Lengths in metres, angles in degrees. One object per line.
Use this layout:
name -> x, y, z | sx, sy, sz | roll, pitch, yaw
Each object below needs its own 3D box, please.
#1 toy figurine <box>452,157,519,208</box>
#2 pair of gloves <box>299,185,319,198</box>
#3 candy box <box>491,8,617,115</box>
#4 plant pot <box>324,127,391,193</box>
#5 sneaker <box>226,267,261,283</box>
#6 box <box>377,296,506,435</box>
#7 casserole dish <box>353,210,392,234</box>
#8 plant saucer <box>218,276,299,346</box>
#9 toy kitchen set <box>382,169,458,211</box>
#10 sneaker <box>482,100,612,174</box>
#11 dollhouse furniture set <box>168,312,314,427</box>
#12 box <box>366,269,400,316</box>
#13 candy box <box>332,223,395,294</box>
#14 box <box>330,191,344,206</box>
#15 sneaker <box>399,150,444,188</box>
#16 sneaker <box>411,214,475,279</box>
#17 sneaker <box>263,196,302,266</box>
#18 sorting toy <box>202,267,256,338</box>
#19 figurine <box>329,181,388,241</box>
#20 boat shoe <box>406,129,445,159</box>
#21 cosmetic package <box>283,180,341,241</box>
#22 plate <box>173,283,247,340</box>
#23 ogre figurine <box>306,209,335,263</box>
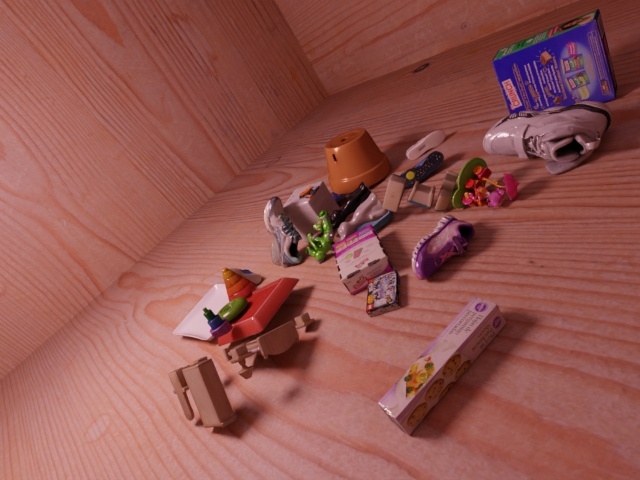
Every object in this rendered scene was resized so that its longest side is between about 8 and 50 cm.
toy figurine -> 0.505, -0.152, 1.269 | 0.173, 0.130, 0.159 | -58, 37, 2
pair of gloves -> -0.044, -0.190, 1.659 | 0.074, 0.010, 0.083 | -46, 30, -24
candy box -> 0.792, -0.569, 1.444 | 0.317, 0.268, 0.122 | -9, 32, 42
plant pot -> 0.145, -0.369, 1.908 | 0.291, 0.203, 0.290 | -22, 26, 11
sneaker -> -0.323, 0.142, 1.704 | 0.085, 0.152, 0.058 | -1, 78, 63
box -> 0.258, 0.254, 0.885 | 0.324, 0.067, 0.063 | -41, 27, -16
casserole dish -> 0.187, -0.064, 1.560 | 0.188, 0.037, 0.114 | -37, 25, -6
plant saucer -> -0.221, 0.230, 1.439 | 0.259, 0.047, 0.258 | -26, 18, 41
toy kitchen set -> 0.341, -0.171, 1.445 | 0.207, 0.122, 0.166 | 20, 46, 12
sneaker -> 0.659, -0.302, 1.286 | 0.366, 0.137, 0.210 | -4, 36, 42
dollhouse furniture set -> -0.209, 0.382, 1.257 | 0.356, 0.173, 0.303 | -18, -6, -45
box -> 0.179, 0.150, 1.205 | 0.094, 0.027, 0.137 | -24, 27, 23
candy box -> 0.133, 0.056, 1.373 | 0.159, 0.071, 0.233 | -30, 25, 10
box -> 0.009, -0.150, 1.922 | 0.225, 0.036, 0.136 | -32, 26, 6
sneaker -> 0.392, -0.269, 1.657 | 0.209, 0.069, 0.082 | -37, -9, 15
sneaker -> 0.345, 0.018, 1.169 | 0.105, 0.095, 0.236 | 13, 51, 48
sneaker -> -0.131, -0.036, 1.648 | 0.122, 0.282, 0.110 | 0, 20, 34
sorting toy -> -0.330, 0.194, 1.463 | 0.127, 0.126, 0.365 | -31, 15, 13
figurine -> 0.125, -0.094, 1.563 | 0.209, 0.092, 0.215 | -40, 25, 8
boat shoe -> 0.452, -0.415, 1.835 | 0.184, 0.066, 0.063 | -40, 25, 11
cosmetic package -> -0.030, -0.117, 1.740 | 0.152, 0.183, 0.151 | -11, 34, 38
plate -> -0.417, 0.282, 1.671 | 0.277, 0.045, 0.278 | -5, 38, 44
ogre figurine -> 0.000, 0.000, 1.566 | 0.197, 0.097, 0.118 | -49, 42, 22
